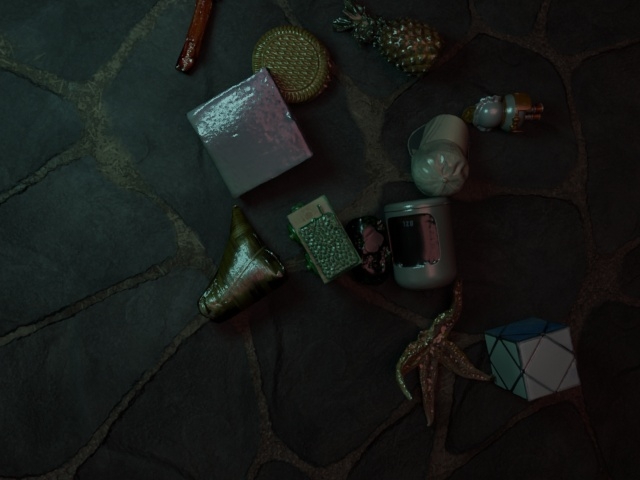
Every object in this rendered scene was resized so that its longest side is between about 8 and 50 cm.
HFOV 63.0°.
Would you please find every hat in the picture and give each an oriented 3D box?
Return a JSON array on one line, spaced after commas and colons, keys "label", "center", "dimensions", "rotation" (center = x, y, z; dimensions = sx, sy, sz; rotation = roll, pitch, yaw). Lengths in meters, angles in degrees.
[{"label": "hat", "center": [0.409, -0.274, 1.703], "dimensions": [0.232, 0.161, 0.275], "rotation": [21, 82, -16]}]

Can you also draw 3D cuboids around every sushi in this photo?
[{"label": "sushi", "center": [0.152, 0.032, 1.660], "dimensions": [0.124, 0.127, 0.225], "rotation": [-10, 95, -12]}]

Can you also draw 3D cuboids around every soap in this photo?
[{"label": "soap", "center": [-0.206, -0.314, 1.551], "dimensions": [0.285, 0.107, 0.296], "rotation": [-27, 98, 5]}]

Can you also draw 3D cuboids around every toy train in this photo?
[{"label": "toy train", "center": [0.000, 0.000, 1.587], "dimensions": [0.145, 0.202, 0.266], "rotation": [-30, 94, -9]}]

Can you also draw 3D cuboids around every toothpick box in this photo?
[{"label": "toothpick box", "center": [0.329, 0.025, 1.668], "dimensions": [0.229, 0.229, 0.316], "rotation": [-9, 94, -12]}]

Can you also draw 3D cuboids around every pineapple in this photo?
[{"label": "pineapple", "center": [0.216, -0.658, 1.663], "dimensions": [0.361, 0.175, 0.175], "rotation": [33, 83, 3]}]

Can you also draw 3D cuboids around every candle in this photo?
[{"label": "candle", "center": [-0.370, -0.642, 1.573], "dimensions": [0.059, 0.084, 0.301], "rotation": [24, 77, -43]}]

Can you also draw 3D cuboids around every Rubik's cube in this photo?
[{"label": "Rubik's cube", "center": [0.703, 0.390, 1.746], "dimensions": [0.205, 0.205, 0.207], "rotation": [-12, 92, -13]}]

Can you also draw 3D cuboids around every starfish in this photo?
[{"label": "starfish", "center": [0.399, 0.388, 1.720], "dimensions": [0.398, 0.132, 0.383], "rotation": [-39, 106, -23]}]

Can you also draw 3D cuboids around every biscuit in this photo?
[{"label": "biscuit", "center": [-0.086, -0.543, 1.626], "dimensions": [0.259, 0.079, 0.259], "rotation": [0, 89, -11]}]

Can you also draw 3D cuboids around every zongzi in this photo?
[{"label": "zongzi", "center": [-0.278, 0.071, 1.573], "dimensions": [0.286, 0.134, 0.288], "rotation": [-33, 84, -6]}]

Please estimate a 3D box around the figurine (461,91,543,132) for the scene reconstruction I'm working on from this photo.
[{"label": "figurine", "center": [0.613, -0.425, 1.759], "dimensions": [0.271, 0.143, 0.143], "rotation": [-14, 93, -14]}]
